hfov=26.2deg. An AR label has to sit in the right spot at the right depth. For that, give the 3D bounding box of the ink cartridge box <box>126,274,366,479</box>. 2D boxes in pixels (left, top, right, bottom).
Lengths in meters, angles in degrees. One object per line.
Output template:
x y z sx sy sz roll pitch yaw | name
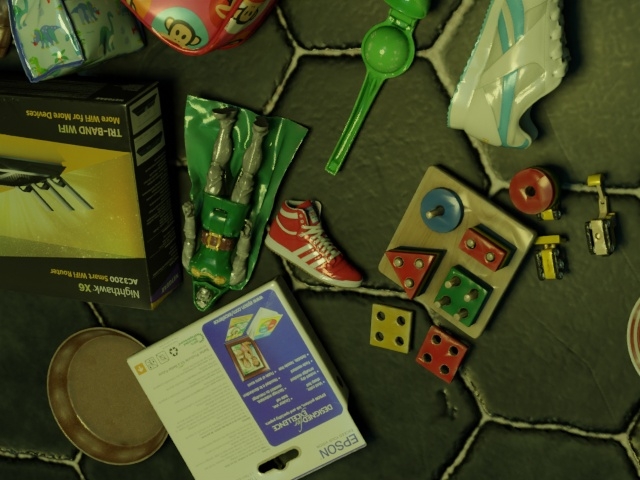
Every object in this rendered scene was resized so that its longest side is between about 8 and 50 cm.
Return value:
-0.079 0.174 1.519 0.206 0.045 0.208 -28 92 19 | ink cartridge box

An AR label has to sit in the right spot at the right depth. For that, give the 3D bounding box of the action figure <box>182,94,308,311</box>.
-0.104 -0.028 1.490 0.137 0.063 0.232 18 112 14 | action figure

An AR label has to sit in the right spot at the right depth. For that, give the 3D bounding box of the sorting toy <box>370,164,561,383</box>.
0.126 0.022 1.397 0.132 0.046 0.274 36 118 21 | sorting toy

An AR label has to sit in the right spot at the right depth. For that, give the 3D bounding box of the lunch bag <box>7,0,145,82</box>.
-0.267 -0.257 1.460 0.096 0.129 0.151 -18 96 27 | lunch bag

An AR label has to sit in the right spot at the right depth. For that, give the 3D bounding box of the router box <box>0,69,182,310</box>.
-0.317 -0.062 1.531 0.309 0.081 0.243 6 117 21 | router box

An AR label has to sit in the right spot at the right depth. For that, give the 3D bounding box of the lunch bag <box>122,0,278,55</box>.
-0.139 -0.361 1.388 0.293 0.120 0.258 44 114 8 | lunch bag

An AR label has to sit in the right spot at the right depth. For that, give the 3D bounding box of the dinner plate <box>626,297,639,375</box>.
0.371 0.096 1.343 0.141 0.017 0.141 5 104 21 | dinner plate

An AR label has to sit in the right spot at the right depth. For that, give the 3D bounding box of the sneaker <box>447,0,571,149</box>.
0.200 -0.197 1.313 0.092 0.087 0.229 23 118 8 | sneaker

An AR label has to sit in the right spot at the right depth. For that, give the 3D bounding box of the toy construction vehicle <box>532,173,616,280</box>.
0.251 -0.014 1.362 0.086 0.035 0.098 -8 97 35 | toy construction vehicle

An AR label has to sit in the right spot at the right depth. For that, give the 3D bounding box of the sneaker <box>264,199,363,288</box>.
0.000 0.000 1.460 0.118 0.042 0.067 28 115 16 | sneaker

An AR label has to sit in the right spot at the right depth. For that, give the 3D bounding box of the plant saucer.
-0.242 0.180 1.612 0.168 0.029 0.168 5 103 21 | plant saucer

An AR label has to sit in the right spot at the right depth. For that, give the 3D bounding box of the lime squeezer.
0.066 -0.194 1.360 0.059 0.110 0.310 17 141 1 | lime squeezer

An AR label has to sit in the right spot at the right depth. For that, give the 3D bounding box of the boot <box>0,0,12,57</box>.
-0.383 -0.278 1.555 0.106 0.037 0.114 24 114 2 | boot
